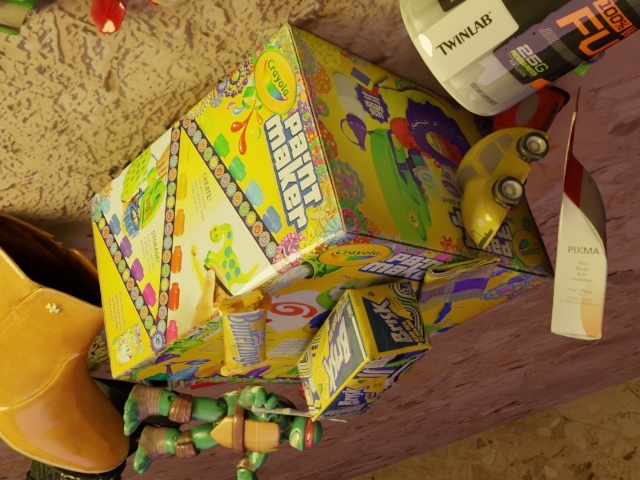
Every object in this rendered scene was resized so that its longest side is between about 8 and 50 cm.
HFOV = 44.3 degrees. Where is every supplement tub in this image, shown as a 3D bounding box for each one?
[{"bbox_3d":[0.153,-0.171,0.486,0.190,0.117,0.117,-30,152,34],"label":"supplement tub"}]

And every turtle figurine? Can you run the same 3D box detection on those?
[{"bbox_3d":[-0.086,0.212,0.847,0.234,0.175,0.118,3,-159,7],"label":"turtle figurine"}]

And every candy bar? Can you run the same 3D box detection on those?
[{"bbox_3d":[-0.058,0.073,0.597,0.040,0.018,0.161,-10,156,-10],"label":"candy bar"}]

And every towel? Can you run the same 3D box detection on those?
[{"bbox_3d":[0.107,0.035,0.619,0.060,0.010,0.083,-13,156,-8],"label":"towel"}]

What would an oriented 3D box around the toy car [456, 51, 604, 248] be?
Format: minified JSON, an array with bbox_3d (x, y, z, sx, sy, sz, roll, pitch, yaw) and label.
[{"bbox_3d":[0.179,-0.130,0.615,0.239,0.053,0.225,-50,167,-53],"label":"toy car"}]

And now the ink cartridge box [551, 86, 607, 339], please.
[{"bbox_3d":[0.225,-0.028,0.658,0.045,0.180,0.145,8,-160,17],"label":"ink cartridge box"}]

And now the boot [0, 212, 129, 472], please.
[{"bbox_3d":[-0.258,0.114,0.780,0.211,0.104,0.295,-32,117,32],"label":"boot"}]

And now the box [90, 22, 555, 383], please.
[{"bbox_3d":[0.000,0.000,0.707,0.279,0.177,0.289,-32,151,35],"label":"box"}]

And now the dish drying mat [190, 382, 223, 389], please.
[{"bbox_3d":[-0.187,0.246,1.375,0.083,0.008,0.032,-10,156,-8],"label":"dish drying mat"}]

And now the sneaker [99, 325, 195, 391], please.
[{"bbox_3d":[-0.189,0.133,0.963,0.110,0.129,0.297,-21,157,12],"label":"sneaker"}]

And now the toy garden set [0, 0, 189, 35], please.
[{"bbox_3d":[-0.120,-0.175,0.401,0.203,0.049,0.244,6,150,-39],"label":"toy garden set"}]

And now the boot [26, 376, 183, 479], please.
[{"bbox_3d":[-0.290,0.313,1.027,0.131,0.260,0.348,15,165,-34],"label":"boot"}]

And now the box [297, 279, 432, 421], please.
[{"bbox_3d":[0.030,0.094,0.640,0.054,0.059,0.169,-7,155,-20],"label":"box"}]
